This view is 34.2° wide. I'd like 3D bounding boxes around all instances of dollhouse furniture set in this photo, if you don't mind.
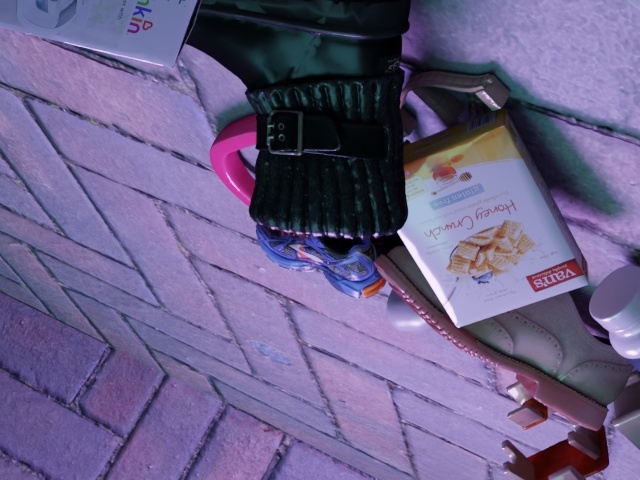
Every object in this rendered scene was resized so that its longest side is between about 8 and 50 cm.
[{"bbox_3d":[0.404,0.309,1.538,0.135,0.262,0.259,39,126,-24],"label":"dollhouse furniture set"}]

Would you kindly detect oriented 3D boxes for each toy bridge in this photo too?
[{"bbox_3d":[0.129,-0.158,1.153,0.063,0.026,0.188,41,156,-21],"label":"toy bridge"}]

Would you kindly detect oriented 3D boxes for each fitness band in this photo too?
[{"bbox_3d":[-0.043,-0.097,1.485,0.209,0.054,0.291,43,155,-22],"label":"fitness band"}]

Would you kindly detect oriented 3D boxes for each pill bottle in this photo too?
[{"bbox_3d":[0.416,0.114,1.259,0.180,0.108,0.108,39,157,-17],"label":"pill bottle"}]

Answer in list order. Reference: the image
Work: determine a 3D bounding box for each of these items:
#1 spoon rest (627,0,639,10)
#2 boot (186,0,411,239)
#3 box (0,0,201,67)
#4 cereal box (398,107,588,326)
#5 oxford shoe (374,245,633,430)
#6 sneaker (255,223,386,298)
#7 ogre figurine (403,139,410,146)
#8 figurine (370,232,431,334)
[{"bbox_3d":[0.334,-0.180,0.761,0.276,0.084,0.137,23,157,21],"label":"spoon rest"},{"bbox_3d":[-0.061,-0.150,1.112,0.348,0.131,0.260,17,120,30],"label":"boot"},{"bbox_3d":[-0.260,-0.290,0.973,0.231,0.126,0.262,8,-154,-37],"label":"box"},{"bbox_3d":[0.182,-0.019,1.190,0.173,0.047,0.240,-22,119,24],"label":"cereal box"},{"bbox_3d":[0.254,0.100,1.411,0.397,0.146,0.140,33,-175,-16],"label":"oxford shoe"},{"bbox_3d":[0.000,0.000,1.472,0.221,0.083,0.087,21,134,30],"label":"sneaker"},{"bbox_3d":[0.162,-0.049,1.265,0.197,0.096,0.118,4,144,-6],"label":"ogre figurine"},{"bbox_3d":[0.159,0.061,1.521,0.209,0.092,0.215,-3,141,49],"label":"figurine"}]
